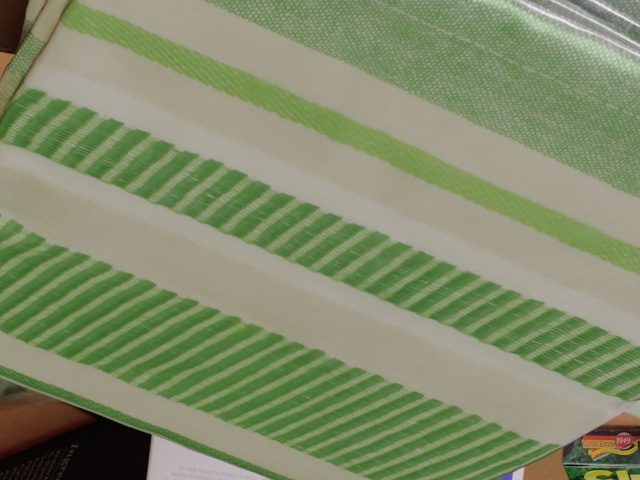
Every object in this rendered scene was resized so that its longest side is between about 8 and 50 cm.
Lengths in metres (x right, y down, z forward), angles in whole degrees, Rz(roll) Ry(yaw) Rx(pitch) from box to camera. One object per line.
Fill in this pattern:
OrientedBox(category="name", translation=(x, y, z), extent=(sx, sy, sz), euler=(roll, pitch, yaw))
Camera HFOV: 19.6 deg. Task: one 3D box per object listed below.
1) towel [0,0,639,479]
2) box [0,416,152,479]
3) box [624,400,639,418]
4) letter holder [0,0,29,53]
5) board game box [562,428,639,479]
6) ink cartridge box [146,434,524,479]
OrientedBox(category="towel", translation=(0.000, 0.000, 0.599), extent=(0.248, 0.038, 0.325), euler=(24, 148, -14))
OrientedBox(category="box", translation=(-0.134, 0.302, 1.254), extent=(0.293, 0.212, 0.395), euler=(41, 137, -23))
OrientedBox(category="box", translation=(0.097, -0.049, 0.647), extent=(0.182, 0.119, 0.181), euler=(21, 140, 10))
OrientedBox(category="letter holder", translation=(-0.017, -0.173, 0.500), extent=(0.214, 0.152, 0.302), euler=(21, 149, -25))
OrientedBox(category="board game box", translation=(0.285, 0.154, 1.127), extent=(0.259, 0.030, 0.136), euler=(0, 152, 16))
OrientedBox(category="ink cartridge box", translation=(0.004, 0.145, 1.024), extent=(0.206, 0.208, 0.045), euler=(8, -175, 1))
